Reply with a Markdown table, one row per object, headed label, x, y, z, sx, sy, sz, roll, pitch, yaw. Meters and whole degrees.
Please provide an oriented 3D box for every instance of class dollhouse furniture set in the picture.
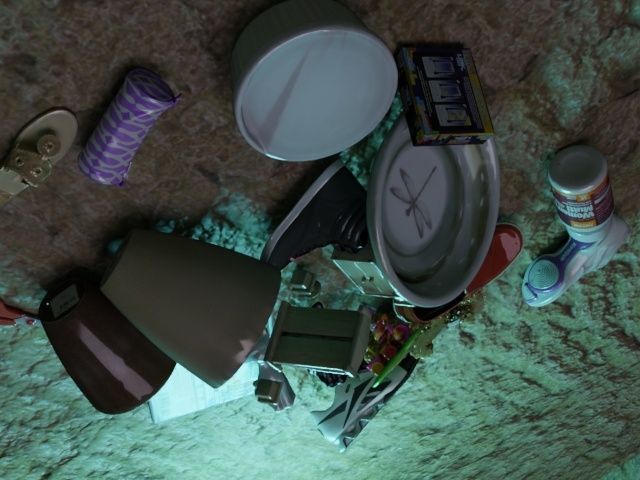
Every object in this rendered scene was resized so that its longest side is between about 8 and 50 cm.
| label | x | y | z | sx | sy | sz | roll | pitch | yaw |
| --- | --- | --- | --- | --- | --- | --- | --- | --- | --- |
| dollhouse furniture set | 0.077 | 0.199 | 1.927 | 0.303 | 0.356 | 0.174 | 3 | 153 | 32 |

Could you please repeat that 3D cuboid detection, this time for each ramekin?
| label | x | y | z | sx | sy | sz | roll | pitch | yaw |
| --- | --- | --- | --- | --- | --- | --- | --- | --- | --- |
| ramekin | -0.023 | -0.267 | 1.528 | 0.272 | 0.127 | 0.273 | -15 | 141 | -12 |

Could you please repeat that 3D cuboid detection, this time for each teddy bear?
| label | x | y | z | sx | sy | sz | roll | pitch | yaw |
| --- | --- | --- | --- | --- | --- | --- | --- | --- | --- |
| teddy bear | 0.236 | 0.175 | 2.208 | 0.338 | 0.113 | 0.245 | -39 | 146 | 7 |

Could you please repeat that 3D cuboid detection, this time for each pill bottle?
| label | x | y | z | sx | sy | sz | roll | pitch | yaw |
| --- | --- | --- | --- | --- | --- | --- | --- | --- | --- |
| pill bottle | 0.561 | -0.094 | 2.030 | 0.121 | 0.121 | 0.221 | -27 | 141 | 4 |

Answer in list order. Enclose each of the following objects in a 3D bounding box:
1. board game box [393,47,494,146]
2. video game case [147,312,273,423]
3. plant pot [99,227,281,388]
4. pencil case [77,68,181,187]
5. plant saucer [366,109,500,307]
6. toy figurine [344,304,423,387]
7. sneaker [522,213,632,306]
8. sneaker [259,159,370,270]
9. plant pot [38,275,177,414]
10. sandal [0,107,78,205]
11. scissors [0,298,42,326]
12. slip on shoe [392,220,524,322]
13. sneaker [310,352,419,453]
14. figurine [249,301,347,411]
| label | x | y | z | sx | sy | sz | roll | pitch | yaw |
| --- | --- | --- | --- | --- | --- | --- | --- | --- | --- |
| board game box | 0.209 | -0.247 | 1.633 | 0.141 | 0.170 | 0.048 | -3 | 160 | -24 |
| video game case | -0.246 | 0.267 | 2.099 | 0.299 | 0.036 | 0.329 | -15 | 140 | -14 |
| plant pot | -0.253 | 0.096 | 1.744 | 0.274 | 0.256 | 0.256 | 30 | 121 | -17 |
| pencil case | -0.310 | -0.175 | 1.517 | 0.088 | 0.086 | 0.206 | 34 | 122 | -9 |
| plant saucer | 0.192 | -0.080 | 1.767 | 0.400 | 0.100 | 0.401 | -12 | 106 | -47 |
| toy figurine | 0.109 | 0.203 | 2.058 | 0.173 | 0.159 | 0.130 | -52 | 175 | 18 |
| sneaker | 0.606 | 0.057 | 2.232 | 0.152 | 0.114 | 0.305 | 17 | 127 | -38 |
| sneaker | 0.000 | 0.000 | 1.816 | 0.296 | 0.147 | 0.104 | -51 | 171 | 28 |
| plant pot | -0.418 | 0.178 | 1.801 | 0.215 | 0.215 | 0.230 | -29 | 130 | 7 |
| sandal | -0.471 | -0.106 | 1.523 | 0.240 | 0.079 | 0.088 | -37 | 140 | 16 |
| scissors | -0.566 | 0.145 | 1.812 | 0.297 | 0.021 | 0.109 | 7 | 130 | -31 |
| slip on shoe | 0.310 | 0.076 | 2.067 | 0.331 | 0.101 | 0.123 | -33 | 105 | -5 |
| sneaker | 0.111 | 0.348 | 2.321 | 0.330 | 0.146 | 0.122 | -45 | 171 | -9 |
| figurine | -0.065 | 0.250 | 2.085 | 0.214 | 0.092 | 0.210 | -24 | 126 | -8 |
